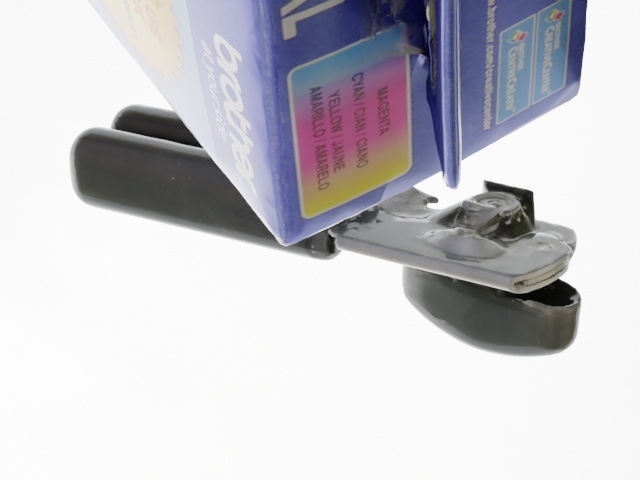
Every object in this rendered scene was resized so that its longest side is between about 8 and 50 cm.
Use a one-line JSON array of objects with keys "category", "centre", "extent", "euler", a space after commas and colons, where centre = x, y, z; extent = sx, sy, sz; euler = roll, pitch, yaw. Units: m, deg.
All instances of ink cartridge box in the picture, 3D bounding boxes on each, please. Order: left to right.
[{"category": "ink cartridge box", "centre": [-0.030, -0.191, 0.689], "extent": [0.151, 0.270, 0.395], "euler": [-29, -126, -18]}]

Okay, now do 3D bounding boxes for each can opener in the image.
[{"category": "can opener", "centre": [0.000, 0.000, 0.969], "extent": [0.283, 0.076, 0.095], "euler": [13, -61, 27]}]
